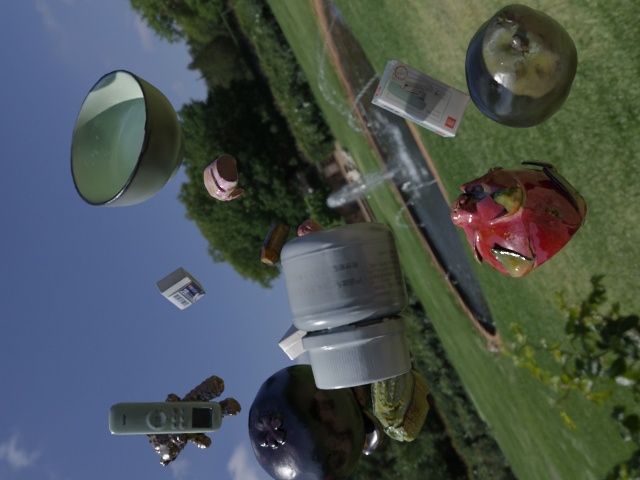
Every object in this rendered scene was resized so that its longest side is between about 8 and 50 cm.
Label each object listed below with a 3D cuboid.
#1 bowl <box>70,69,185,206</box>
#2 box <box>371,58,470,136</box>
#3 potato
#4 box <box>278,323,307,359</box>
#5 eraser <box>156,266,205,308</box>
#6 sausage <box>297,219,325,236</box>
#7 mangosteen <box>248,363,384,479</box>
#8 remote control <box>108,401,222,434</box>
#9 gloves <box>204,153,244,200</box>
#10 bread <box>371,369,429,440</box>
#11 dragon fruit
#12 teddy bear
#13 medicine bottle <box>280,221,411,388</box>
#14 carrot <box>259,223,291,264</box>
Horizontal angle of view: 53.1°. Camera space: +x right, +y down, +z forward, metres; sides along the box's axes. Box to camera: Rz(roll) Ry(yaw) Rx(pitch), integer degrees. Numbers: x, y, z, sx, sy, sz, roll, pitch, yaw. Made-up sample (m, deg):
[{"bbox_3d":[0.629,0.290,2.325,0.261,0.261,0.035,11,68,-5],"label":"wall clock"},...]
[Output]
[{"bbox_3d":[-0.479,-0.247,1.671,0.185,0.354,0.354,9,-133,-48],"label":"bowl"},{"bbox_3d":[0.299,-0.416,1.882,0.269,0.135,0.079,22,-178,-14],"label":"box"},{"bbox_3d":[0.428,-0.367,1.377,0.326,0.220,0.243,-21,-52,-59],"label":"potato"},{"bbox_3d":[-0.008,0.198,1.593,0.058,0.141,0.201,51,-149,-4],"label":"box"},{"bbox_3d":[-0.551,0.190,2.538,0.068,0.124,0.210,56,176,24],"label":"eraser"},{"bbox_3d":[0.000,0.000,1.755,0.154,0.062,0.062,40,-163,-36],"label":"sausage"},{"bbox_3d":[-0.011,0.570,1.979,0.435,0.382,0.382,11,-135,-48],"label":"mangosteen"},{"bbox_3d":[-0.433,0.496,1.800,0.038,0.309,0.090,168,104,-81],"label":"remote control"},{"bbox_3d":[-0.328,-0.199,2.115,0.145,0.126,0.241,55,151,3],"label":"gloves"},{"bbox_3d":[0.274,0.566,2.226,0.124,0.185,0.257,34,-129,-40],"label":"bread"},{"bbox_3d":[0.466,-0.076,1.579,0.225,0.305,0.305,41,-173,-10],"label":"dragon fruit"},{"bbox_3d":[-0.466,0.646,2.311,0.246,0.296,0.222,57,-160,-12],"label":"teddy bear"},{"bbox_3d":[0.059,0.132,1.320,0.245,0.244,0.307,39,-140,-82],"label":"medicine bottle"},{"bbox_3d":[-0.168,0.009,2.372,0.082,0.082,0.173,58,-134,-55],"label":"carrot"}]
